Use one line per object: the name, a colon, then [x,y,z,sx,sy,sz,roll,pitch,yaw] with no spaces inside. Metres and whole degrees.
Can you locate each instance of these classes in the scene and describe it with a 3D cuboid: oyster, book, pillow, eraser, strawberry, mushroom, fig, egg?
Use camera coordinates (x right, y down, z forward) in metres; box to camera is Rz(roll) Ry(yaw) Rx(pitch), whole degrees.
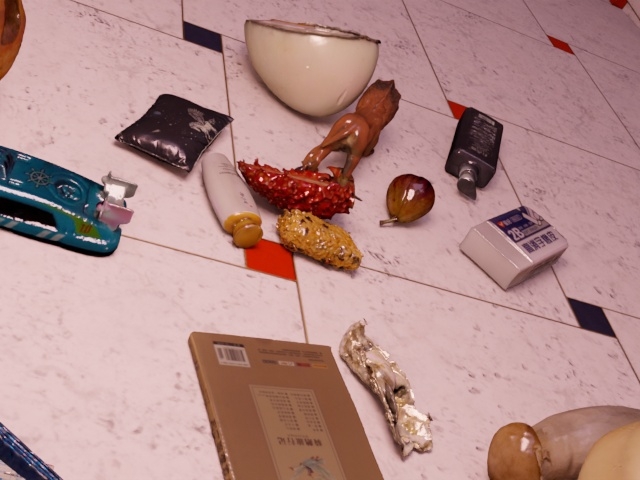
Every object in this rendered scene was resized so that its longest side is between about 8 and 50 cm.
oyster: [0.092,0.213,1.318,0.106,0.061,0.200,30,30,-36]
book: [-0.035,0.240,1.190,0.217,0.021,0.310,10,37,-30]
pillow: [-0.237,-0.184,1.583,0.141,0.055,0.208,20,32,2]
eraser: [0.361,0.010,1.781,0.124,0.068,0.210,46,36,19]
strawberry: [-0.047,-0.083,1.576,0.208,0.087,0.167,8,13,-14]
mushroom: [0.377,0.297,1.351,0.350,0.128,0.128,0,43,-34]
fig: [0.150,-0.060,1.711,0.089,0.089,0.125,32,57,2]
egg: [-0.029,-0.339,1.868,0.264,0.174,0.286,2,16,-38]

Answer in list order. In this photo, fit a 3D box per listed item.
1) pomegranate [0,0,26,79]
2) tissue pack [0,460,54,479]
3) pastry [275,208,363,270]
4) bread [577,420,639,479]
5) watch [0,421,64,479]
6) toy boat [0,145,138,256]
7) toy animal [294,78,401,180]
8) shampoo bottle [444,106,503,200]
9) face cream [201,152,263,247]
pomegranate: [-0.552,-0.306,1.306,0.281,0.281,0.281,21,33,-15]
tissue pack: [-0.313,0.246,0.922,0.094,0.059,0.074,20,32,-17]
pastry: [0.000,0.000,1.514,0.140,0.056,0.080,17,34,-23]
bread: [0.473,0.416,1.137,0.348,0.253,0.376,17,33,-11]
watch: [-0.321,0.229,0.846,0.274,0.068,0.276,18,62,-16]
toy boat: [-0.399,-0.081,1.278,0.298,0.092,0.134,18,37,-19]
toy animal: [0.066,-0.206,1.760,0.097,0.157,0.312,32,31,5]
shampoo bottle: [0.322,-0.184,2.011,0.098,0.071,0.309,30,32,-3]
face cream: [-0.140,-0.066,1.497,0.072,0.051,0.182,10,38,-36]
